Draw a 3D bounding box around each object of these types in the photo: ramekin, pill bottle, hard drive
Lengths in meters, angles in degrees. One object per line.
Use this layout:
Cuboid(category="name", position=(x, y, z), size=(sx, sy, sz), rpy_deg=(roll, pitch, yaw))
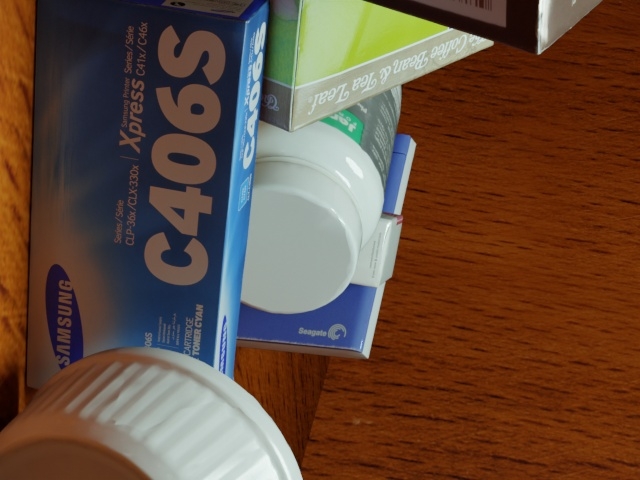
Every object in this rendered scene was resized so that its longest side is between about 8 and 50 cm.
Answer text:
Cuboid(category="ramekin", position=(-0.155, 0.228, 1.112), size=(0.127, 0.273, 0.273), rpy_deg=(-32, 133, -62))
Cuboid(category="pill bottle", position=(-0.020, -0.091, 1.657), size=(0.361, 0.204, 0.204), rpy_deg=(-78, 174, -53))
Cuboid(category="hard drive", position=(0.000, 0.000, 1.986), size=(0.040, 0.210, 0.318), rpy_deg=(46, 53, -56))

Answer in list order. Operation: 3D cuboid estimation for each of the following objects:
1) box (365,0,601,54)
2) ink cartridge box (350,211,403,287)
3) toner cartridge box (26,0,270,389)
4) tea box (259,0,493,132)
Cuboid(category="box", position=(0.190, -0.305, 1.120), size=(0.381, 0.191, 0.143), rpy_deg=(-40, 141, -39))
Cuboid(category="ink cartridge box", position=(-0.015, -0.006, 1.843), size=(0.158, 0.218, 0.092), rpy_deg=(-18, 119, -80))
Cuboid(category="toner cartridge box", position=(-0.142, -0.031, 1.149), size=(0.075, 0.165, 0.348), rpy_deg=(-59, 158, -63))
Cuboid(category="tea box", position=(0.004, -0.307, 1.232), size=(0.329, 0.220, 0.323), rpy_deg=(-27, 132, -48))
